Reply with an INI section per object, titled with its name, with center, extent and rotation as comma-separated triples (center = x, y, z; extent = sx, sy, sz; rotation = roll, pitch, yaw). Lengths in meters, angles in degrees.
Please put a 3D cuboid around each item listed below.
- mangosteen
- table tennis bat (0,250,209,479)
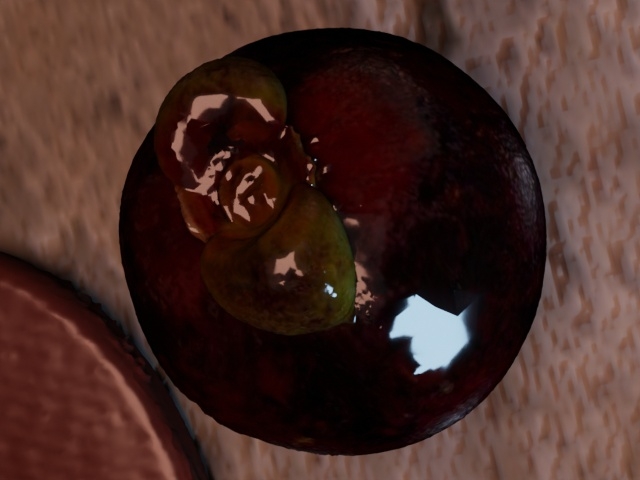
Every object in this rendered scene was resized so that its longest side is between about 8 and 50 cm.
[mangosteen]
center = 0.000, 0.000, 0.490
extent = 0.152, 0.152, 0.152
rotation = 1, 95, 16
[table tennis bat]
center = -0.176, 0.204, 0.609
extent = 0.268, 0.051, 0.414
rotation = 12, 96, 15
